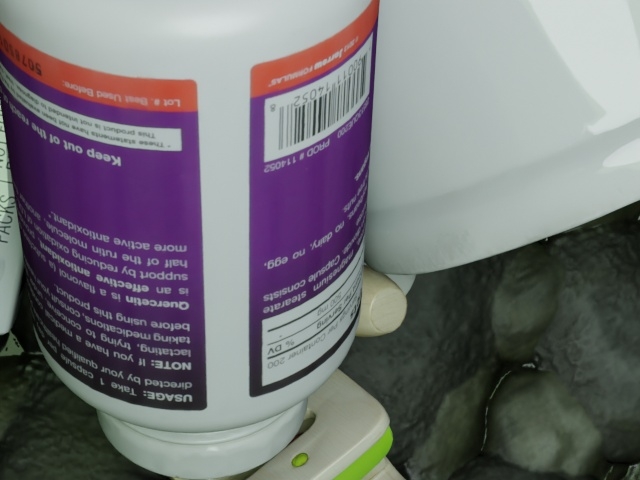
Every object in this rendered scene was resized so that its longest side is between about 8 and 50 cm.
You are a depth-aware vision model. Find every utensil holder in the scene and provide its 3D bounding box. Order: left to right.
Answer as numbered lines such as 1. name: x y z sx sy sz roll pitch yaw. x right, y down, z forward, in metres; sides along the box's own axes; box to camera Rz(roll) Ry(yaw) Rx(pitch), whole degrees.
1. utensil holder: 0.090 -0.223 0.827 0.328 0.327 0.385 -27 101 -3

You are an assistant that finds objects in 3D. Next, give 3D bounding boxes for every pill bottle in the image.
1. pill bottle: -0.066 -0.029 0.733 0.182 0.181 0.322 -4 131 -7

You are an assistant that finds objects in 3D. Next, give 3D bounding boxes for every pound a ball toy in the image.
1. pound a ball toy: -0.060 0.172 0.945 0.319 0.136 0.208 -38 119 -12

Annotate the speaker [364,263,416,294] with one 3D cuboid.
1. speaker: 0.000 0.000 0.985 0.136 0.055 0.055 38 92 -12

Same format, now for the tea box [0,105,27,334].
1. tea box: -0.302 -0.148 0.835 0.324 0.220 0.328 12 97 -11
